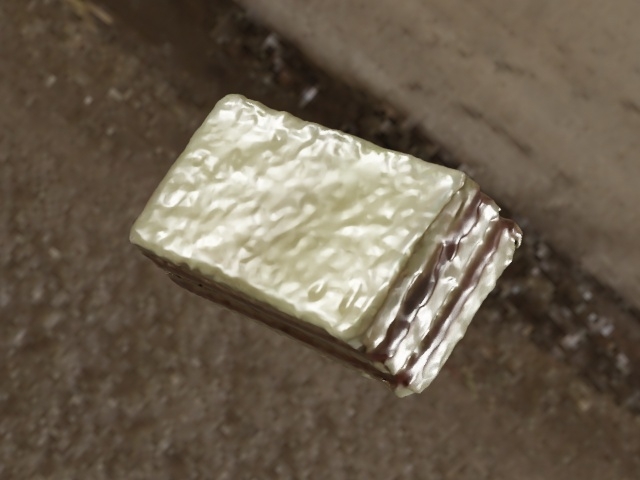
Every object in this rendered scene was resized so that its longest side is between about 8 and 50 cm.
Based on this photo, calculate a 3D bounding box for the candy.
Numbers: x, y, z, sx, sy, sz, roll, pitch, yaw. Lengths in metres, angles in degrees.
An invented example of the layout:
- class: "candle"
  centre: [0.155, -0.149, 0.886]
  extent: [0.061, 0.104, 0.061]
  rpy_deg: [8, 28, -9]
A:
- class: "candy"
  centre: [0.000, 0.000, 1.545]
  extent: [0.320, 0.179, 0.135]
  rpy_deg: [21, -15, 42]
